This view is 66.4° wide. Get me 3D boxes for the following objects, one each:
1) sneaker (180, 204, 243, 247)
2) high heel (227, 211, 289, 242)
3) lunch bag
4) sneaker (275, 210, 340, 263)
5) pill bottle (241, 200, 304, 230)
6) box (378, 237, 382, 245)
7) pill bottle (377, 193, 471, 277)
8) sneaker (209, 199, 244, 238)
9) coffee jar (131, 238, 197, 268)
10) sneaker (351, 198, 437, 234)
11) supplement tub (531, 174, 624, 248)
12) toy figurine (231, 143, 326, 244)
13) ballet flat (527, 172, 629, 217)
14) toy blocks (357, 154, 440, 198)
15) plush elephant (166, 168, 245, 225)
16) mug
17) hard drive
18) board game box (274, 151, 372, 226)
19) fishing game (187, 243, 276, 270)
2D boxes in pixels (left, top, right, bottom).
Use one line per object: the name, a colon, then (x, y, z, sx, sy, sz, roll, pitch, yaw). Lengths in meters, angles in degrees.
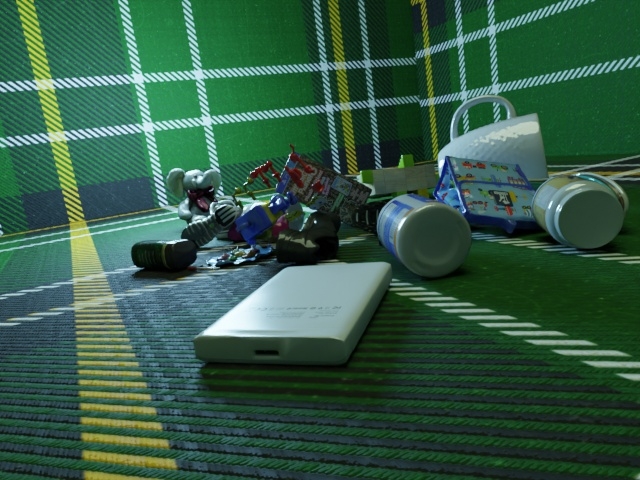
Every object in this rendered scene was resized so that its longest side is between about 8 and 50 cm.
sneaker: (-0.352, -0.048, 1.651, 0.229, 0.086, 0.132, -27, 0, 19)
high heel: (-0.207, -0.016, 1.572, 0.244, 0.082, 0.117, -11, 43, 21)
lunch bag: (0.455, -0.101, 1.310, 0.221, 0.138, 0.293, 6, 32, -5)
sneaker: (0.000, 0.000, 1.282, 0.130, 0.108, 0.286, 9, 25, 25)
pill bottle: (-0.173, -0.081, 1.686, 0.209, 0.117, 0.118, 0, 14, 31)
box: (0.203, -0.017, 1.299, 0.083, 0.052, 0.062, -15, 15, -34)
pill bottle: (0.210, -0.022, 1.077, 0.153, 0.152, 0.272, -8, 11, -4)
sneaker: (-0.342, -0.096, 1.857, 0.126, 0.127, 0.321, -10, 10, -4)
coffee jar: (-0.441, 0.038, 1.382, 0.185, 0.078, 0.096, -1, 10, 34)
sneaker: (0.226, -0.069, 1.463, 0.272, 0.100, 0.108, -2, 2, -4)
supplement tub: (0.557, -0.064, 1.069, 0.145, 0.144, 0.199, -5, 12, 12)
toy figurine: (-0.183, -0.084, 1.350, 0.363, 0.191, 0.217, -26, 11, 44)
ballet flat: (0.671, -0.106, 1.287, 0.139, 0.139, 0.400, -11, 11, -14)
toy blocks: (0.292, -0.239, 2.061, 0.382, 0.190, 0.261, -8, 1, -22)
plush elephant: (-0.509, -0.195, 2.108, 0.272, 0.255, 0.330, -17, 15, -39)
mug: (0.571, -0.302, 1.653, 0.328, 0.373, 0.276, -10, 5, 24)
hard drive: (-0.022, 0.112, 0.843, 0.233, 0.047, 0.353, -4, 13, 19)
board game box: (0.005, -0.183, 1.687, 0.291, 0.141, 0.232, 24, 9, -8)
fishing game: (-0.228, 0.035, 1.364, 0.189, 0.041, 0.264, -1, 14, 42)
